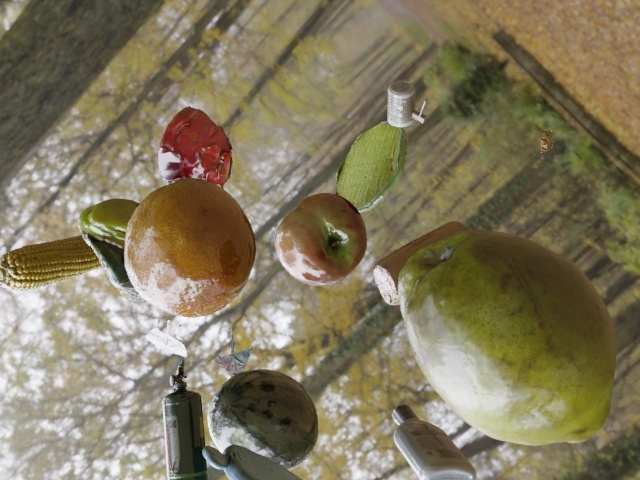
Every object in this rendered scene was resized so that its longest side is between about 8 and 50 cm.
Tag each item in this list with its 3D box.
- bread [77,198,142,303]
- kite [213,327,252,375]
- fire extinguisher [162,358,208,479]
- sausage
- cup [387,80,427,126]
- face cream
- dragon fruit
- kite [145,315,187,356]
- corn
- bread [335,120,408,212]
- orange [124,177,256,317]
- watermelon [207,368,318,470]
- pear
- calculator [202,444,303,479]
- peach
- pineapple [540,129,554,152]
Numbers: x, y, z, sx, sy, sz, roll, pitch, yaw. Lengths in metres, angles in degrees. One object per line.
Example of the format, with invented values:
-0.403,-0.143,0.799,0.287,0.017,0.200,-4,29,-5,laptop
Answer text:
-0.486,0.022,2.086,0.251,0.208,0.376,52,171,9,bread
-0.262,0.335,2.362,0.005,0.137,0.152,14,-122,-68,kite
-0.309,0.417,1.791,0.093,0.118,0.294,-1,-103,-25,fire extinguisher
0.229,0.056,1.797,0.253,0.123,0.123,-25,-117,-29,sausage
0.213,-0.340,2.014,0.102,0.074,0.099,46,154,38,cup
0.245,0.479,1.875,0.144,0.070,0.291,8,-164,-22,face cream
-0.342,-0.213,2.160,0.163,0.189,0.261,43,143,51,dragon fruit
-0.411,0.259,2.173,0.127,0.229,0.016,23,-120,-5,kite
-0.837,0.067,2.530,0.387,0.144,0.144,-13,-123,-46,corn
0.146,-0.207,2.314,0.045,0.301,0.301,29,-159,-32,bread
-0.249,0.009,1.522,0.264,0.264,0.264,41,-165,-14,orange
-0.146,0.500,2.189,0.359,0.279,0.278,43,-169,-51,watermelon
0.323,0.161,1.360,0.413,0.352,0.352,44,-165,-8,pear
-0.124,0.525,1.764,0.303,0.042,0.188,32,-178,-20,calculator
0.000,0.000,2.133,0.252,0.252,0.252,41,-165,-14,peach
0.470,-0.207,1.652,0.019,0.045,0.083,8,-166,24,pineapple
